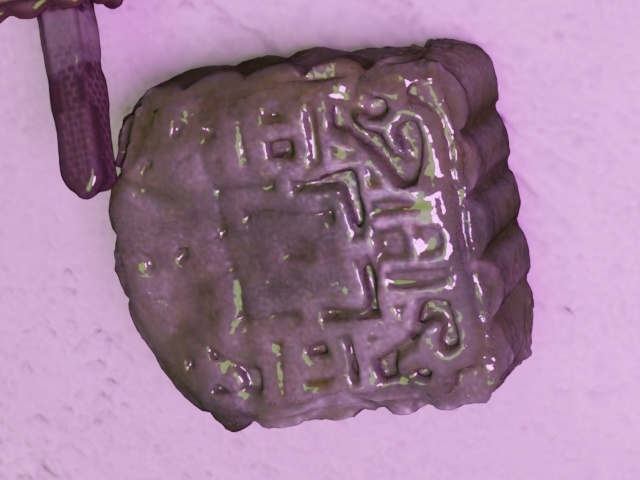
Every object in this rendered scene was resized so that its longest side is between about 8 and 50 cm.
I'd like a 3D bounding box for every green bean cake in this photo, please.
[{"bbox_3d":[0.000,0.000,0.873,0.227,0.125,0.222,-7,103,24],"label":"green bean cake"}]

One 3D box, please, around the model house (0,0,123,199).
[{"bbox_3d":[-0.155,-0.166,0.776,0.205,0.218,0.278,-9,83,21],"label":"model house"}]
